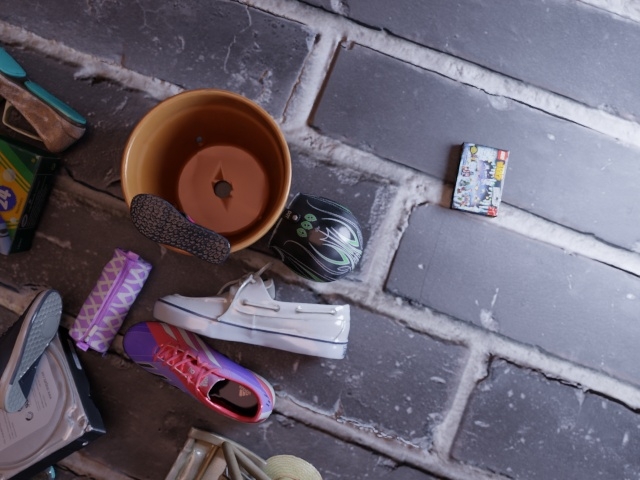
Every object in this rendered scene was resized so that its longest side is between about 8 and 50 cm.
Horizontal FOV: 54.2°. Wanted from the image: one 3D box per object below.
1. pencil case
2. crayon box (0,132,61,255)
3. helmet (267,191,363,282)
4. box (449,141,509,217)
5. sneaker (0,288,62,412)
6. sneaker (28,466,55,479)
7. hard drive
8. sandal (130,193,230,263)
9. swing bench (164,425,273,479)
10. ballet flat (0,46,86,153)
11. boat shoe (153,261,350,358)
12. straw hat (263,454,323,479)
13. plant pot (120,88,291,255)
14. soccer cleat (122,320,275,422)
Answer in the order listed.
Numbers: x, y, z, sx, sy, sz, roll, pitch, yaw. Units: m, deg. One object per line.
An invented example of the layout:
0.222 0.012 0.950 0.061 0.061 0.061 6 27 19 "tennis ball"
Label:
-0.403 0.114 1.197 0.086 0.088 0.206 26 85 0 "pencil case"
-0.695 -0.127 1.202 0.323 0.083 0.203 22 97 2 "crayon box"
0.000 0.000 1.165 0.162 0.169 0.169 30 86 2 "helmet"
0.317 -0.121 1.247 0.094 0.027 0.137 11 85 0 "box"
-0.581 0.180 1.136 0.164 0.086 0.226 12 68 16 "sneaker"
-0.586 0.464 1.173 0.167 0.076 0.064 -16 86 -1 "sneaker"
-0.591 0.335 1.152 0.339 0.064 0.236 -30 64 -2 "hard drive"
-0.233 -0.016 1.034 0.179 0.040 0.067 30 92 -12 "sandal"
-0.187 0.515 1.108 0.165 0.255 0.253 32 86 -34 "swing bench"
-0.609 -0.287 1.226 0.316 0.107 0.106 41 100 4 "ballet flat"
-0.119 0.114 1.175 0.367 0.136 0.156 11 85 -2 "boat shoe"
-0.063 0.482 1.180 0.145 0.061 0.144 0 85 0 "straw hat"
-0.193 -0.110 1.158 0.291 0.203 0.290 0 86 1 "plant pot"
-0.231 0.244 1.171 0.318 0.116 0.108 29 86 2 "soccer cleat"
